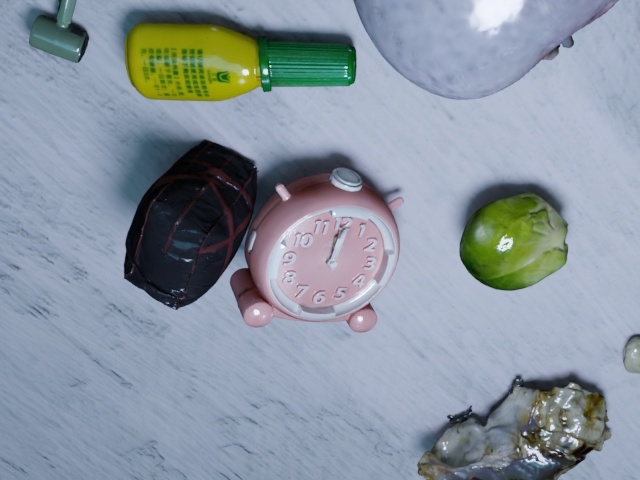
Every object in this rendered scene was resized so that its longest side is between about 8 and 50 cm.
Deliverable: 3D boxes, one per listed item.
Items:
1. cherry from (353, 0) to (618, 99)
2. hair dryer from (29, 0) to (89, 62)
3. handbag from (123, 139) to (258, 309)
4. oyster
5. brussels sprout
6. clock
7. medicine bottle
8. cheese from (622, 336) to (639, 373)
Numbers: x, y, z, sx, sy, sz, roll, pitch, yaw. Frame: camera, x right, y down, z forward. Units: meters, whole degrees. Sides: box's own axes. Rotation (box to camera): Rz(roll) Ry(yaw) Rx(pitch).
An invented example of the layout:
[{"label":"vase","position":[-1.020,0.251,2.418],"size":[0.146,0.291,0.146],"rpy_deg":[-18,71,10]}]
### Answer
[{"label":"cherry","position":[0.164,-0.318,1.055],"size":[0.335,0.291,0.326],"rpy_deg":[24,121,2]},{"label":"hair dryer","position":[-0.337,-0.316,1.307],"size":[0.071,0.047,0.150],"rpy_deg":[19,119,-8]},{"label":"handbag","position":[-0.183,-0.029,1.391],"size":[0.155,0.215,0.169],"rpy_deg":[30,124,-3]},{"label":"oyster","position":[0.319,0.336,1.638],"size":[0.337,0.133,0.197],"rpy_deg":[-18,115,18]},{"label":"brussels sprout","position":[0.269,-0.001,1.385],"size":[0.155,0.117,0.155],"rpy_deg":[-11,123,-17]},{"label":"clock","position":[0.000,0.000,1.422],"size":[0.227,0.142,0.241],"rpy_deg":[4,124,-24]},{"label":"medicine bottle","position":[-0.106,-0.234,1.297],"size":[0.309,0.076,0.111],"rpy_deg":[4,135,9]},{"label":"cheese","position":[0.572,0.188,1.523],"size":[0.194,0.043,0.064],"rpy_deg":[8,130,5]}]
